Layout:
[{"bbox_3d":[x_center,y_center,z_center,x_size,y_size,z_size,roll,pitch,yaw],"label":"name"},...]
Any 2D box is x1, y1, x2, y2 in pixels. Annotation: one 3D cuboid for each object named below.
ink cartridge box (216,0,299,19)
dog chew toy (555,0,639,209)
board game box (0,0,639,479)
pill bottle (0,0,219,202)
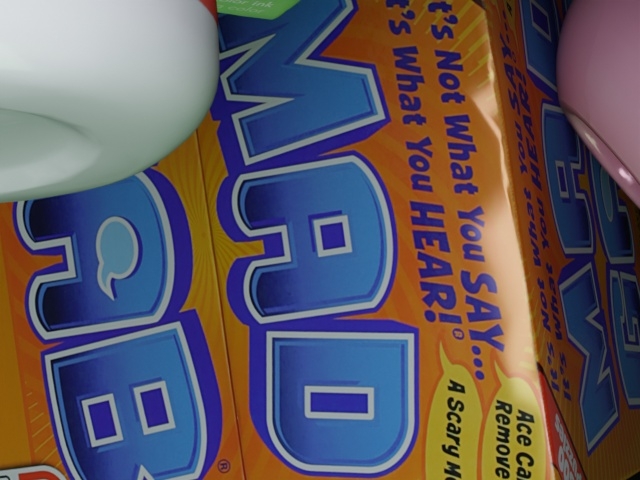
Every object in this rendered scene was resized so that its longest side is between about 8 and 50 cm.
[{"bbox_3d":[0.010,-0.235,0.711,0.119,0.207,0.353,6,164,-27],"label":"ink cartridge box"},{"bbox_3d":[0.298,-0.145,1.132,0.332,0.206,0.206,-40,163,2],"label":"dog chew toy"},{"bbox_3d":[0.000,0.000,1.269,0.356,0.356,0.356,-9,177,20],"label":"board game box"},{"bbox_3d":[-0.130,-0.182,0.642,0.181,0.323,0.181,-4,167,-1],"label":"pill bottle"}]
